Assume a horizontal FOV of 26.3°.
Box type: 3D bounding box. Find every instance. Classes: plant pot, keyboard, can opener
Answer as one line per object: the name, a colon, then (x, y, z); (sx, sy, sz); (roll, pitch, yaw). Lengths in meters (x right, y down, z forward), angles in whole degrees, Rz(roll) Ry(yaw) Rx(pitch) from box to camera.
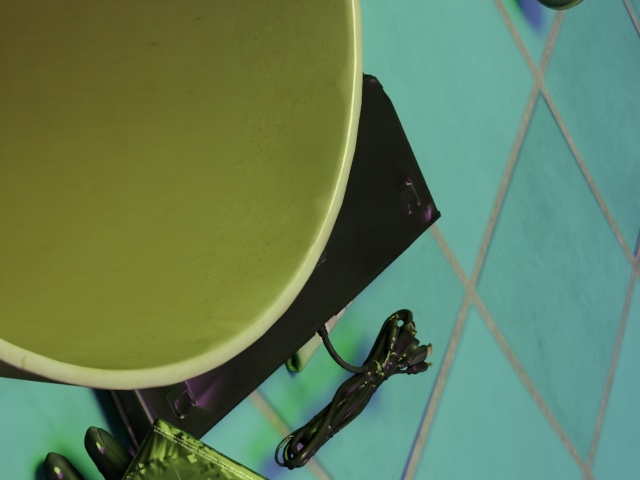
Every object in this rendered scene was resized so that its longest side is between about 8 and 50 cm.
plant pot: (-0.170, -0.072, 0.459); (0.256, 0.274, 0.256); (16, 71, -54)
keyboard: (-0.015, 0.035, 0.850); (0.317, 0.033, 0.201); (-39, 110, -45)
can opener: (-0.087, 0.172, 0.737); (0.059, 0.073, 0.186); (-42, 123, -6)

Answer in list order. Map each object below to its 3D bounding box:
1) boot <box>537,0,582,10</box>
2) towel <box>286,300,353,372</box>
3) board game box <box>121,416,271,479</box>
boot: (0.142, -0.263, 1.130); (0.190, 0.076, 0.208); (62, 30, -5)
towel: (0.000, 0.000, 0.914); (0.152, 0.023, 0.113); (-53, 125, -46)
board game box: (0.000, 0.208, 0.672); (0.259, 0.030, 0.136); (30, 64, -3)
